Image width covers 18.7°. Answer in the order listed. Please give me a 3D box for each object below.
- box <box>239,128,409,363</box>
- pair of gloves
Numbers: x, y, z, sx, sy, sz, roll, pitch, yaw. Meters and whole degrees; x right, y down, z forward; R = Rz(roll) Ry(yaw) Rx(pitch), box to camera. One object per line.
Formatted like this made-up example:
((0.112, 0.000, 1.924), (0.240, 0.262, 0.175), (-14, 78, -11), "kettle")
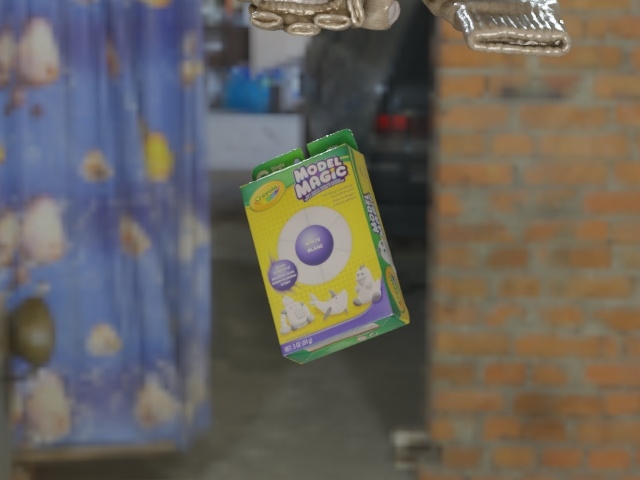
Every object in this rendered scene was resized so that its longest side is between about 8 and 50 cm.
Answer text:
((0.000, 0.000, 1.605), (0.105, 0.179, 0.043), (-22, -23, 18), "box")
((0.060, -0.174, 1.410), (0.240, 0.042, 0.204), (5, 14, 4), "pair of gloves")
